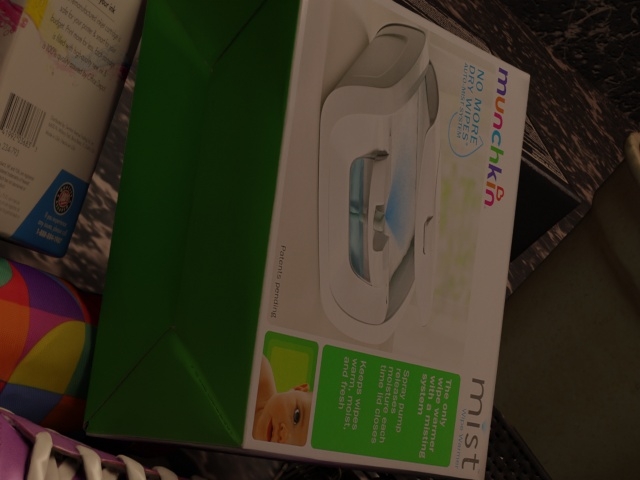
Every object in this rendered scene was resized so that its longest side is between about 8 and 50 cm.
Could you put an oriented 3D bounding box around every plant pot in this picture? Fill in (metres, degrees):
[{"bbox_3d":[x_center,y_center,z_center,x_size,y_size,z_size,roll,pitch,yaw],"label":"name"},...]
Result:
[{"bbox_3d":[0.262,0.128,1.305,0.334,0.305,0.334,42,20,-20],"label":"plant pot"}]

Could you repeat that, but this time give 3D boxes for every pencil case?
[{"bbox_3d":[-0.163,0.059,0.844,0.236,0.104,0.104,26,29,-50],"label":"pencil case"}]

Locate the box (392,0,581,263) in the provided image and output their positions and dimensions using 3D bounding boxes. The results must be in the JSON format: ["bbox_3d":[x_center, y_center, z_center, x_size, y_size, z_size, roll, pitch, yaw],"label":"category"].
[{"bbox_3d":[0.080,-0.137,1.593,0.296,0.183,0.294,30,26,-39],"label":"box"}]

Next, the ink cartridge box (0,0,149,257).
[{"bbox_3d":[-0.159,-0.118,0.805,0.078,0.231,0.134,16,-6,17],"label":"ink cartridge box"}]

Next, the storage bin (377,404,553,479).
[{"bbox_3d":[0.106,0.176,1.065,0.180,0.084,0.122,54,-9,-30],"label":"storage bin"}]

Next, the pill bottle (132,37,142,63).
[{"bbox_3d":[-0.248,-0.180,0.942,0.204,0.204,0.361,52,20,10],"label":"pill bottle"}]

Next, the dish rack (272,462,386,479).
[{"bbox_3d":[0.037,0.225,0.992,0.208,0.074,0.271,50,19,0],"label":"dish rack"}]

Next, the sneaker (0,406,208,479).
[{"bbox_3d":[-0.079,0.138,0.754,0.282,0.161,0.102,34,43,-33],"label":"sneaker"}]

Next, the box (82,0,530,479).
[{"bbox_3d":[0.000,0.000,0.874,0.231,0.127,0.262,19,76,-48],"label":"box"}]
